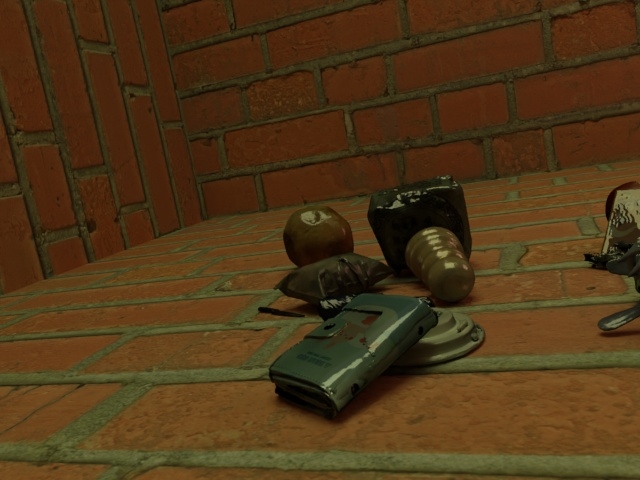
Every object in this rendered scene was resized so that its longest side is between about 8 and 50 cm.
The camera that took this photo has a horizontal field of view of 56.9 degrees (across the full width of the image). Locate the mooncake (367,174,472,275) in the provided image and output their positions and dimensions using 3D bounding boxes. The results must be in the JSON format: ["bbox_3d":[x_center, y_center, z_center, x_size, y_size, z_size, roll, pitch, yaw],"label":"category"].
[{"bbox_3d":[0.266,-0.027,1.558,0.254,0.250,0.136,-12,28,17],"label":"mooncake"}]

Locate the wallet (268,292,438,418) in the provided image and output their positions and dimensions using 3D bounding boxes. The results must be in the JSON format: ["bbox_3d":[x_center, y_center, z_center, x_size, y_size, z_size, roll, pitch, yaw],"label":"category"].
[{"bbox_3d":[0.051,0.178,0.962,0.250,0.075,0.176,-33,22,-34],"label":"wallet"}]

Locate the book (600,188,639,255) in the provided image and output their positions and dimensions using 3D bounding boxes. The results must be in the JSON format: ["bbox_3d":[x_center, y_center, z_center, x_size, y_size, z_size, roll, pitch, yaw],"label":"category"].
[{"bbox_3d":[0.792,-0.036,1.312,0.295,0.020,0.208,-1,55,45],"label":"book"}]

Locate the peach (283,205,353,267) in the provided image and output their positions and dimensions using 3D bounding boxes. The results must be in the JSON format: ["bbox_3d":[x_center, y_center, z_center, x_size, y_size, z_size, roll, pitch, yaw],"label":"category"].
[{"bbox_3d":[0.000,0.000,1.861,0.235,0.214,0.214,20,27,37],"label":"peach"}]

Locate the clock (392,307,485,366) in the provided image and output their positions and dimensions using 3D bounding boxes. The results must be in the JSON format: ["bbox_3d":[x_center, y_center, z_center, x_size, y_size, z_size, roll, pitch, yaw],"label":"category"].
[{"bbox_3d":[0.181,0.164,1.087,0.236,0.053,0.236,-10,11,2],"label":"clock"}]

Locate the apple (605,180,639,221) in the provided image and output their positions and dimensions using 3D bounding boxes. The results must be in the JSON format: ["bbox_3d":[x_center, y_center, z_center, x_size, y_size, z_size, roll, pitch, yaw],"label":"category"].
[{"bbox_3d":[0.802,-0.065,1.475,0.146,0.156,0.158,-18,23,5],"label":"apple"}]

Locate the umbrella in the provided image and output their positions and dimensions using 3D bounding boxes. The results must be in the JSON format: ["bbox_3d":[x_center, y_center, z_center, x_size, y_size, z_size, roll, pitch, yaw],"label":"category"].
[{"bbox_3d":[0.118,0.143,1.266,0.248,0.071,0.071,-6,10,1],"label":"umbrella"}]

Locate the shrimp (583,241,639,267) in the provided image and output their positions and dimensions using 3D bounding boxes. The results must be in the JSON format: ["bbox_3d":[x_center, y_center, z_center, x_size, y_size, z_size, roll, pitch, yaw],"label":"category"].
[{"bbox_3d":[0.674,0.036,1.319,0.161,0.034,0.091,2,39,51],"label":"shrimp"}]

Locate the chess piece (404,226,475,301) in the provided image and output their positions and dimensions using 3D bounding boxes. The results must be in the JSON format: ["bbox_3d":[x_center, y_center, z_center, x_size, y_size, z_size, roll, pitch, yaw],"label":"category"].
[{"bbox_3d":[0.283,0.066,1.373,0.142,0.143,0.261,-10,17,3],"label":"chess piece"}]

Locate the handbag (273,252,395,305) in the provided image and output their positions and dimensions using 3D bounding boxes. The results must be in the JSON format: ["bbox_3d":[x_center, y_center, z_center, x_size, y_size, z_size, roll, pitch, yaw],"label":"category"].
[{"bbox_3d":[0.043,0.096,1.465,0.270,0.117,0.182,-16,19,-36],"label":"handbag"}]

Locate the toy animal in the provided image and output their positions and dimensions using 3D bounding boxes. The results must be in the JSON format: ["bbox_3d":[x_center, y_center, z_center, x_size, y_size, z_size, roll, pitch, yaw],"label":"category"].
[{"bbox_3d":[0.564,0.069,0.933,0.176,0.255,0.239,29,26,-7],"label":"toy animal"}]

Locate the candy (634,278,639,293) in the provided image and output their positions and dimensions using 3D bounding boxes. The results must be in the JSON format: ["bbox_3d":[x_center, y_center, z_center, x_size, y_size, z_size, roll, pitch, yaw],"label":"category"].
[{"bbox_3d":[0.619,0.102,0.967,0.091,0.083,0.305,-15,17,4],"label":"candy"}]

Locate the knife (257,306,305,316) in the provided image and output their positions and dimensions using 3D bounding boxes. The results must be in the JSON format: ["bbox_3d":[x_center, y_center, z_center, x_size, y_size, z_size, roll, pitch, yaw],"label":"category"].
[{"bbox_3d":[-0.098,0.175,1.442,0.170,0.010,0.023,1,14,44],"label":"knife"}]
